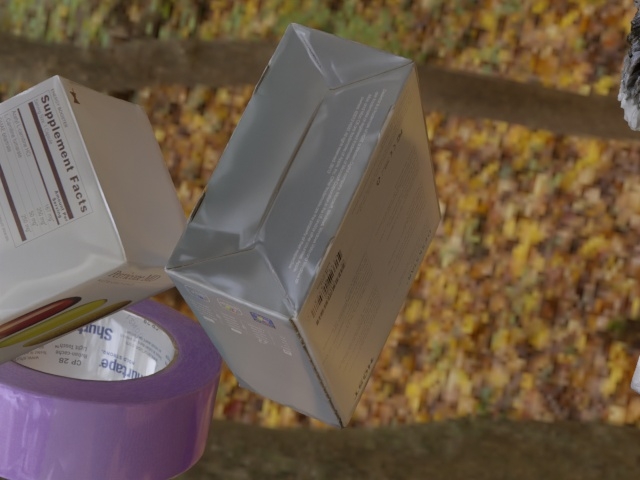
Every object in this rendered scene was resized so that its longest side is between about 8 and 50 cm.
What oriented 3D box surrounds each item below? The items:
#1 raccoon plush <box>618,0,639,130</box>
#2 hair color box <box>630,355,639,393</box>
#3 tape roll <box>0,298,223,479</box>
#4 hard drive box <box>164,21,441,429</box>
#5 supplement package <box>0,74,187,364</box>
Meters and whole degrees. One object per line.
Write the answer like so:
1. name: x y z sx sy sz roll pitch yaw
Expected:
1. raccoon plush: 0.220 -0.198 1.070 0.216 0.299 0.446 -125 27 -43
2. hair color box: 0.457 0.131 1.361 0.374 0.113 0.185 -140 58 -62
3. tape roll: -0.233 0.127 1.348 0.275 0.275 0.090 -101 23 -70
4. hard drive box: 0.000 0.000 0.946 0.181 0.089 0.232 -64 -18 -18
5. supplement package: -0.228 0.006 0.988 0.134 0.244 0.139 69 -165 10
